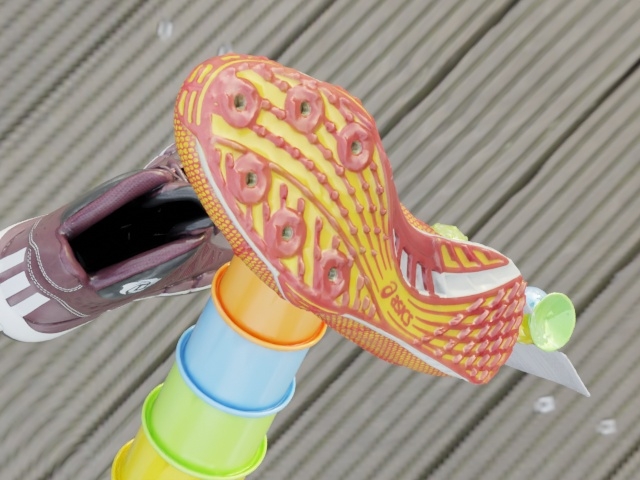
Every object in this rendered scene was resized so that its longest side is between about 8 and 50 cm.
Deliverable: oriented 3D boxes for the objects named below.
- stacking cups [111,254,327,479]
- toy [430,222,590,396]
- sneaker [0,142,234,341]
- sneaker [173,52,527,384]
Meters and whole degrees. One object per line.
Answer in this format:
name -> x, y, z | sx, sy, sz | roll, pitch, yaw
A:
stacking cups -> -0.049, 0.066, 1.183 | 0.096, 0.316, 0.096 | 15, 41, -14
toy -> 0.108, 0.032, 1.380 | 0.056, 0.237, 0.137 | -45, 121, -14
sneaker -> -0.083, -0.017, 1.234 | 0.281, 0.162, 0.106 | -30, 94, -36
sneaker -> 0.000, 0.000, 0.576 | 0.067, 0.175, 0.064 | 12, 68, 37
